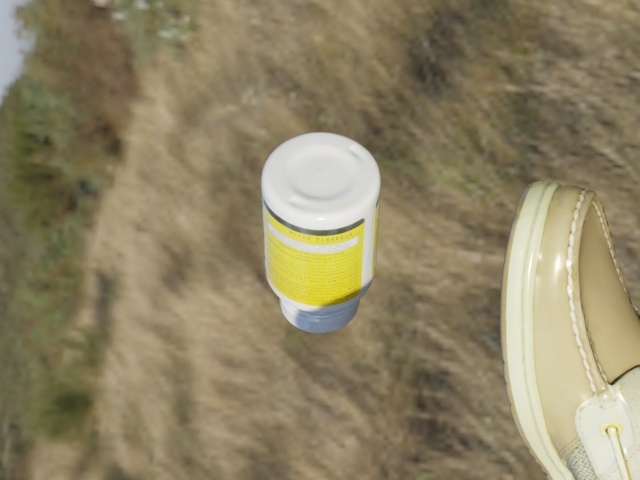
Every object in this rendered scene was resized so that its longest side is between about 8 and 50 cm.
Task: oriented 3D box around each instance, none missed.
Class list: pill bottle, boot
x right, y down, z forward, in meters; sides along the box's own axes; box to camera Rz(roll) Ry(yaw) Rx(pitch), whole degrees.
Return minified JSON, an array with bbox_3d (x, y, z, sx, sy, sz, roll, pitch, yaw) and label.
[{"bbox_3d":[0.000,0.000,0.846,0.116,0.065,0.065,90,180,-51],"label":"pill bottle"},{"bbox_3d":[0.162,0.069,0.568,0.077,0.165,0.213,-52,-49,-48],"label":"boot"}]
